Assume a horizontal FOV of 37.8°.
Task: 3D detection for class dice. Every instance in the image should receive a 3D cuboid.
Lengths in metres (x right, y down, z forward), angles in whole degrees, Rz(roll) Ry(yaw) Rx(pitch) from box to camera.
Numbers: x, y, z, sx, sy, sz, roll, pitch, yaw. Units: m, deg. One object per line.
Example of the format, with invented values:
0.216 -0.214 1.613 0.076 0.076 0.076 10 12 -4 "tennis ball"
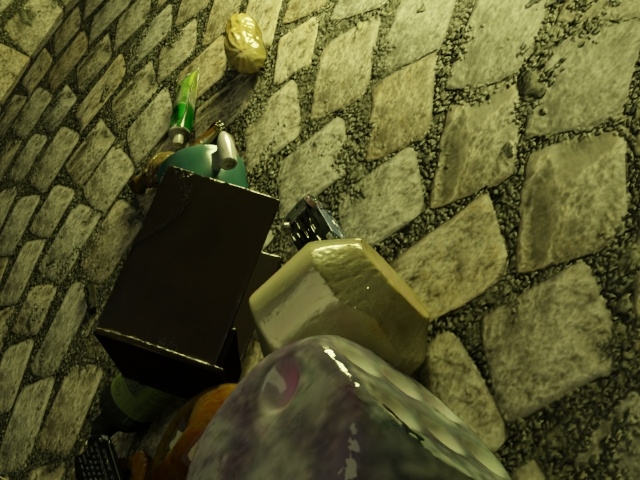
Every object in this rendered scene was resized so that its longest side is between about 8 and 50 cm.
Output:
0.031 0.286 1.031 0.271 0.270 0.270 -52 34 7 "dice"

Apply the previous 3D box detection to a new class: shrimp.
-0.230 -0.179 1.941 0.161 0.049 0.166 9 63 55 "shrimp"

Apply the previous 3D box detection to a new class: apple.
-0.114 0.316 1.275 0.237 0.207 0.237 -49 16 19 "apple"

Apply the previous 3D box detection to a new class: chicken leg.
-0.374 -0.143 2.066 0.198 0.069 0.085 -20 46 51 "chicken leg"

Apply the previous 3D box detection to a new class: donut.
-0.318 0.405 1.569 0.108 0.043 0.097 -20 49 38 "donut"

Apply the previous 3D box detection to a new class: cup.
-0.207 -0.061 1.715 0.299 0.167 0.173 119 146 -45 "cup"

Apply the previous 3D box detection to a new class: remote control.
-0.508 0.126 2.055 0.034 0.016 0.091 -44 36 10 "remote control"

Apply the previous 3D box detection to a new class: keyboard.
-0.343 0.446 1.524 0.106 0.016 0.262 -42 54 20 "keyboard"

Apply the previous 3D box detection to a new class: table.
-0.185 0.081 1.441 0.250 0.196 0.282 93 -164 -66 "table"

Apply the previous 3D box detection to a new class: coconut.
0.016 0.118 1.234 0.241 0.241 0.241 -31 42 33 "coconut"

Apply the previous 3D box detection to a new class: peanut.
-0.168 -0.427 2.017 0.083 0.093 0.194 -54 34 30 "peanut"

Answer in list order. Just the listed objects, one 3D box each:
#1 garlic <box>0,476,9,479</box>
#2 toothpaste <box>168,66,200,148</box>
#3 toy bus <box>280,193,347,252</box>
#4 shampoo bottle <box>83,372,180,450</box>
-0.595 0.536 1.629 0.210 0.237 0.292 95 174 -47 "garlic"
-0.315 -0.302 2.140 0.078 0.047 0.248 -30 40 31 "toothpaste"
0.000 0.000 1.476 0.073 0.076 0.167 -48 37 15 "toy bus"
-0.310 0.263 1.623 0.284 0.101 0.101 -43 36 20 "shampoo bottle"
